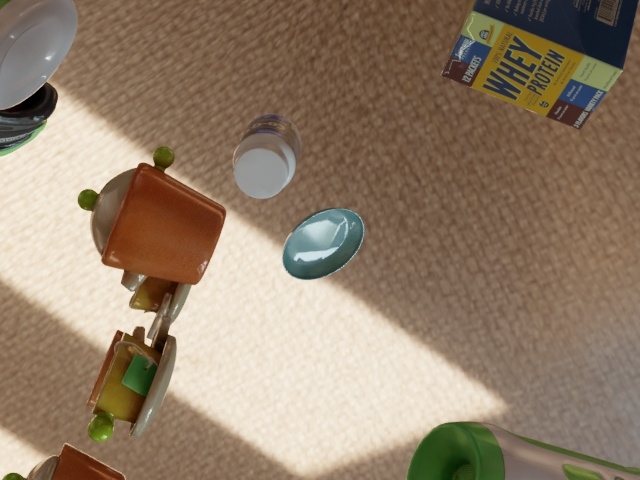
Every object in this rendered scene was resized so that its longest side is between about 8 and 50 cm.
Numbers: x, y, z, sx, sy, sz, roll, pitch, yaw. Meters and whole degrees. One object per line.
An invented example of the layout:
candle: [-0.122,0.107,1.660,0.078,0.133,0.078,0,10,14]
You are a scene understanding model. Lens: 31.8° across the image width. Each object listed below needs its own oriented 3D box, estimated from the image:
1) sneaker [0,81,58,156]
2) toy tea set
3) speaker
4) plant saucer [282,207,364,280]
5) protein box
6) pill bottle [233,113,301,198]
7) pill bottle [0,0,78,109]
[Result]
sneaker: [-0.561,-0.313,1.583,0.202,0.185,0.483,-16,139,34]
toy tea set: [-0.187,0.083,0.953,0.124,0.336,0.200,22,140,-9]
speaker: [0.231,0.265,1.118,0.296,0.131,0.131,21,110,-31]
plant saucer: [0.000,0.000,1.458,0.119,0.021,0.119,-19,136,-19]
protein box: [0.293,-0.290,1.472,0.201,0.200,0.136,21,149,-1]
pill bottle: [-0.067,-0.104,1.396,0.078,0.137,0.078,1,111,3]
pill bottle: [-0.365,-0.248,1.074,0.245,0.136,0.136,39,107,10]
